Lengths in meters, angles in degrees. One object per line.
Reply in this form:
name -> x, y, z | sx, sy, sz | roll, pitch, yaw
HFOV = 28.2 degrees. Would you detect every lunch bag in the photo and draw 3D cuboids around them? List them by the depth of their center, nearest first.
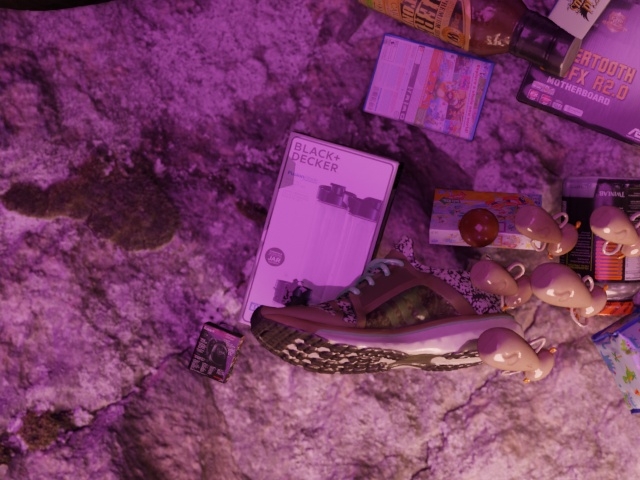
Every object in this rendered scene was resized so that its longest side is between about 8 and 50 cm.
lunch bag -> 0.477, 0.153, 1.782 | 0.151, 0.096, 0.128 | -28, 89, -20

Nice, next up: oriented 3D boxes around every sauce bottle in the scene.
sauce bottle -> 0.194, -0.327, 1.766 | 0.344, 0.111, 0.111 | 26, 97, 18

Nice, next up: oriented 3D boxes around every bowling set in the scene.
bowling set -> 0.293, 0.027, 1.702 | 0.287, 0.154, 0.200 | -48, 51, 16

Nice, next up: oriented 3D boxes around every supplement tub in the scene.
supplement tub -> 0.392, 0.005, 1.774 | 0.117, 0.117, 0.190 | 3, 94, 9

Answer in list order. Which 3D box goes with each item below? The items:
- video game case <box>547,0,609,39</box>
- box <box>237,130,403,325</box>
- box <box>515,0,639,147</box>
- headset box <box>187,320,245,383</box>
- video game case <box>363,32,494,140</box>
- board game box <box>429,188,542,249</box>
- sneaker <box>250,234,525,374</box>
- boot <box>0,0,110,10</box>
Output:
video game case -> 0.418, -0.421, 1.634 | 0.061, 0.244, 0.269 | 36, 67, 4
box -> 0.000, 0.000, 1.849 | 0.169, 0.087, 0.290 | 18, 95, 7
box -> 0.416, -0.240, 1.788 | 0.231, 0.056, 0.183 | 23, 96, 7
headset box -> -0.155, 0.164, 1.909 | 0.062, 0.032, 0.083 | 21, 95, 7
video game case -> 0.157, -0.223, 1.850 | 0.166, 0.015, 0.119 | 16, 95, 8
board game box -> 0.235, -0.031, 1.805 | 0.154, 0.103, 0.026 | 3, 127, 8
sneaker -> 0.090, 0.085, 1.772 | 0.410, 0.158, 0.182 | 3, 70, -26
boot -> -0.357, -0.494, 1.854 | 0.377, 0.138, 0.284 | -7, 90, 12
